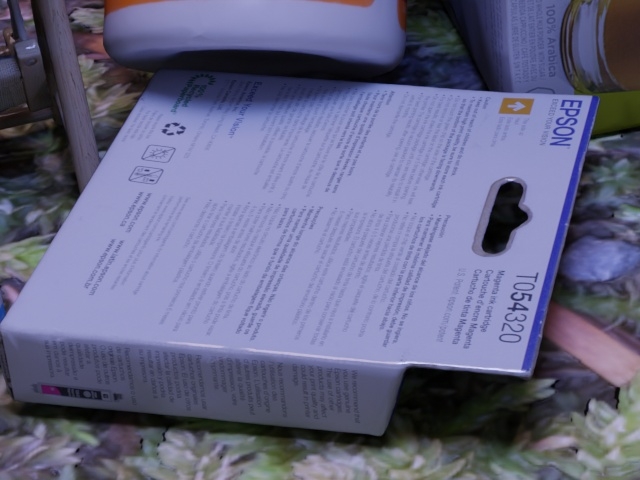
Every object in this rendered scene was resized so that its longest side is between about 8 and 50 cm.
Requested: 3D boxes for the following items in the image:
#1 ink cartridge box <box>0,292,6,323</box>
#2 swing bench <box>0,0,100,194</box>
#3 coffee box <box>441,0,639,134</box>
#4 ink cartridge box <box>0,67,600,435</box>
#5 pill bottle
[{"bbox_3d":[-0.264,0.007,1.218,0.104,0.181,0.061,3,36,13],"label":"ink cartridge box"},{"bbox_3d":[-0.299,-0.129,1.357,0.253,0.254,0.165,-14,35,-11],"label":"swing bench"},{"bbox_3d":[0.255,-0.320,1.464,0.334,0.337,0.338,-10,34,-6],"label":"coffee box"},{"bbox_3d":[0.000,0.000,1.285,0.330,0.071,0.324,6,35,13],"label":"ink cartridge box"},{"bbox_3d":[-0.044,-0.322,1.434,0.224,0.392,0.224,2,-3,0],"label":"pill bottle"}]
